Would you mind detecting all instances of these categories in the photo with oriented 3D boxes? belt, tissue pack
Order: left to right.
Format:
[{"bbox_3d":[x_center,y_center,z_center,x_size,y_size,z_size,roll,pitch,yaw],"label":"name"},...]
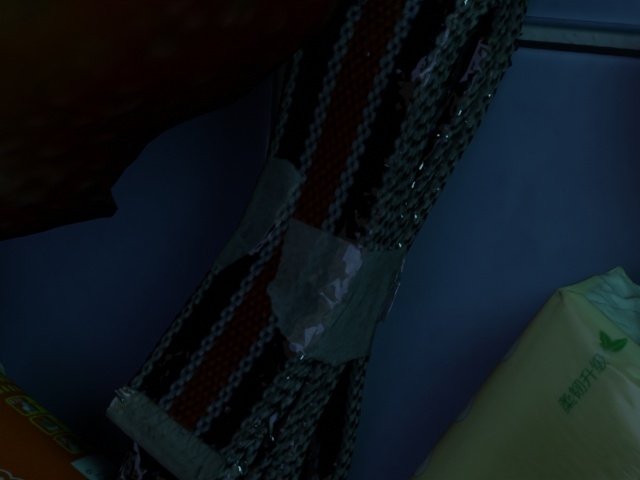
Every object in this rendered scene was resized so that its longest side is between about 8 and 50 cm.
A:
[{"bbox_3d":[0.000,0.000,0.846,0.094,0.126,0.360,34,107,32],"label":"belt"},{"bbox_3d":[0.135,0.150,0.799,0.186,0.090,0.222,44,116,19],"label":"tissue pack"}]

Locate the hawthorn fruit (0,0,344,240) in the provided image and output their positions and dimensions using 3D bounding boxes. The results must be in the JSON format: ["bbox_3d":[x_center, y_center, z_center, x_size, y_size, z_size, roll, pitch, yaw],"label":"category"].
[{"bbox_3d":[-0.184,-0.207,0.734,0.402,0.403,0.403,5,100,30],"label":"hawthorn fruit"}]

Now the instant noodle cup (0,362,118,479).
[{"bbox_3d":[-0.157,0.195,0.939,0.212,0.193,0.193,29,111,15],"label":"instant noodle cup"}]
